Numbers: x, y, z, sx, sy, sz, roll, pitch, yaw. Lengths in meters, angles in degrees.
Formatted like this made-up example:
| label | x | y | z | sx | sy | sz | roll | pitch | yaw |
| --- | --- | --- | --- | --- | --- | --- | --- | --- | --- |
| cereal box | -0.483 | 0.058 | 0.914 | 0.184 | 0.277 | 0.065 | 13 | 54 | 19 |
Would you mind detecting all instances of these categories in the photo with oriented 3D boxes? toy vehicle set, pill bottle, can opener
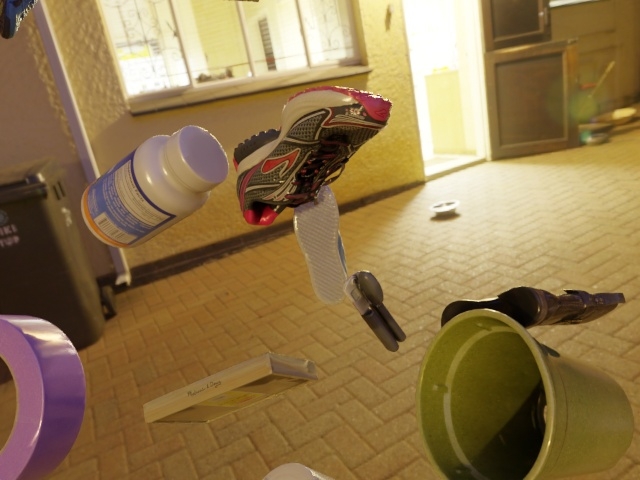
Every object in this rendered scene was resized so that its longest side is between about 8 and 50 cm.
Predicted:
| label | x | y | z | sx | sy | sz | roll | pitch | yaw |
| --- | --- | --- | --- | --- | --- | --- | --- | --- | --- |
| toy vehicle set | -0.157 | 0.273 | 0.879 | 0.267 | 0.035 | 0.166 | -26 | -28 | 16 |
| pill bottle | -0.302 | -0.099 | 0.899 | 0.272 | 0.152 | 0.152 | -26 | 8 | 30 |
| can opener | 0.152 | 0.196 | 1.307 | 0.074 | 0.280 | 0.093 | -46 | 31 | -22 |

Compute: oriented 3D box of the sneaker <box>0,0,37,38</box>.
| label | x | y | z | sx | sy | sz | roll | pitch | yaw |
| --- | --- | --- | --- | --- | --- | --- | --- | --- | --- |
| sneaker | -0.709 | -0.571 | 1.156 | 0.069 | 0.209 | 0.082 | -6 | -12 | 42 |

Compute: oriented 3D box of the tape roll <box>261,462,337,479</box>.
| label | x | y | z | sx | sy | sz | roll | pitch | yaw |
| --- | --- | --- | --- | --- | --- | --- | --- | --- | --- |
| tape roll | -0.023 | 0.557 | 0.890 | 0.246 | 0.169 | 0.246 | -38 | 30 | 27 |

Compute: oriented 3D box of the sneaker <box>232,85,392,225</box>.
| label | x | y | z | sx | sy | sz | roll | pitch | yaw |
| --- | --- | --- | --- | --- | --- | --- | --- | --- | --- |
| sneaker | -0.015 | -0.105 | 0.649 | 0.121 | 0.111 | 0.299 | 6 | -18 | -34 |

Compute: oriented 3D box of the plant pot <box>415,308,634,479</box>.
| label | x | y | z | sx | sy | sz | roll | pitch | yaw |
| --- | --- | --- | --- | --- | --- | --- | --- | --- | --- |
| plant pot | 0.339 | 0.269 | 0.781 | 0.254 | 0.275 | 0.276 | 15 | 6 | -24 |

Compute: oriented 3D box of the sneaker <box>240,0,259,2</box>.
| label | x | y | z | sx | sy | sz | roll | pitch | yaw |
| --- | --- | --- | --- | --- | --- | --- | --- | --- | --- |
| sneaker | -0.250 | -0.685 | 1.176 | 0.152 | 0.114 | 0.305 | -17 | 59 | -20 |

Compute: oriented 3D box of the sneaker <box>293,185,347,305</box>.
| label | x | y | z | sx | sy | sz | roll | pitch | yaw |
| --- | --- | --- | --- | --- | --- | --- | --- | --- | --- |
| sneaker | 0.000 | 0.000 | 1.426 | 0.135 | 0.365 | 0.150 | -7 | 9 | 1 |

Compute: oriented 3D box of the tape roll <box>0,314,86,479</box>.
| label | x | y | z | sx | sy | sz | roll | pitch | yaw |
| --- | --- | --- | --- | --- | --- | --- | --- | --- | --- |
| tape roll | -0.512 | 0.254 | 0.760 | 0.275 | 0.274 | 0.090 | -7 | -11 | 13 |

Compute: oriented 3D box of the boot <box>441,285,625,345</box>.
| label | x | y | z | sx | sy | sz | roll | pitch | yaw |
| --- | --- | --- | --- | --- | --- | --- | --- | --- | --- |
| boot | 0.383 | 0.143 | 0.900 | 0.229 | 0.091 | 0.263 | 4 | -20 | -31 |
